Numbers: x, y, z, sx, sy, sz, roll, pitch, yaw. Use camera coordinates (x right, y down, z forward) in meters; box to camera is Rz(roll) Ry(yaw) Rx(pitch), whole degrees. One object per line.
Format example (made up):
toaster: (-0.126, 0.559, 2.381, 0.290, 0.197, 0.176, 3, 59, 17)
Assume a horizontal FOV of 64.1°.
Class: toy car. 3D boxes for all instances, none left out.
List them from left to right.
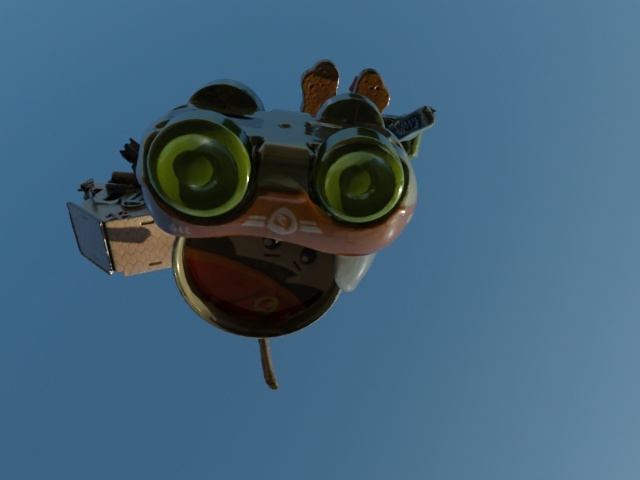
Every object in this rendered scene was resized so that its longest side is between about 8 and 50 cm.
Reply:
toy car: (-0.037, -0.013, 0.447, 0.235, 0.235, 0.145, -5, -151, 2)

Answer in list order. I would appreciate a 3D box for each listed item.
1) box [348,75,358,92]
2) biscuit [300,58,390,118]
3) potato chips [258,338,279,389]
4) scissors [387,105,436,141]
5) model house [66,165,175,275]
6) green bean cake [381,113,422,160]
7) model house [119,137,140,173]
box: (0.125, -0.474, 1.604, 0.023, 0.051, 0.082, 6, -142, -37)
biscuit: (0.030, -0.207, 1.027, 0.186, 0.295, 0.044, 11, -146, -8)
potato chips: (-0.107, 0.199, 1.004, 0.037, 0.026, 0.204, -33, -135, 24)
scissors: (0.138, -0.183, 0.826, 0.138, 0.289, 0.041, -29, -82, 0)
model house: (-0.413, -0.045, 1.107, 0.326, 0.169, 0.244, 6, -151, 8)
green bean cake: (0.162, -0.275, 1.345, 0.214, 0.200, 0.113, 9, -74, 9)
model house: (-0.478, -0.224, 1.546, 0.243, 0.211, 0.204, 39, -142, -25)
